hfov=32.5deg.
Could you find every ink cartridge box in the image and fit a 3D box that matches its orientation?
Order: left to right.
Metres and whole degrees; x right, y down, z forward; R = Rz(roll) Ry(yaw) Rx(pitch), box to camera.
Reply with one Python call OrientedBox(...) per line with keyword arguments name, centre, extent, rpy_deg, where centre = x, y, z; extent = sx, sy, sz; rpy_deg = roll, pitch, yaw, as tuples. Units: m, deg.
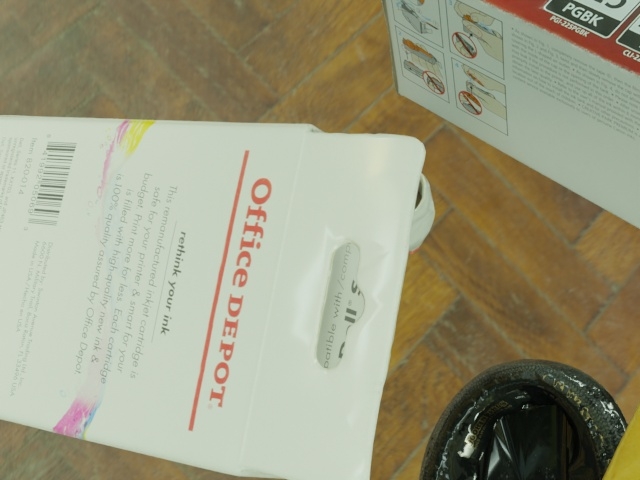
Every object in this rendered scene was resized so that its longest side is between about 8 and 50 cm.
OrientedBox(name="ink cartridge box", centre=(-0.081, 0.035, 0.705), extent=(0.119, 0.353, 0.207), rpy_deg=(24, 75, -56))
OrientedBox(name="ink cartridge box", centre=(0.236, -0.144, 0.629), extent=(0.309, 0.130, 0.272), rpy_deg=(34, 67, 30))

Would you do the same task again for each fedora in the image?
OrientedBox(name="fedora", centre=(0.273, 0.314, 1.318), extent=(0.152, 0.334, 0.334), rpy_deg=(16, 64, -45))

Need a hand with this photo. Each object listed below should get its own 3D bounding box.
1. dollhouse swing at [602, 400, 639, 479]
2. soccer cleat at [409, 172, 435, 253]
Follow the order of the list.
OrientedBox(name="dollhouse swing", centre=(0.442, 0.083, 0.765), extent=(0.346, 0.315, 0.305), rpy_deg=(27, 33, 19))
OrientedBox(name="soccer cleat", centre=(0.000, 0.000, 0.850), extent=(0.196, 0.076, 0.068), rpy_deg=(-23, 53, -17))
